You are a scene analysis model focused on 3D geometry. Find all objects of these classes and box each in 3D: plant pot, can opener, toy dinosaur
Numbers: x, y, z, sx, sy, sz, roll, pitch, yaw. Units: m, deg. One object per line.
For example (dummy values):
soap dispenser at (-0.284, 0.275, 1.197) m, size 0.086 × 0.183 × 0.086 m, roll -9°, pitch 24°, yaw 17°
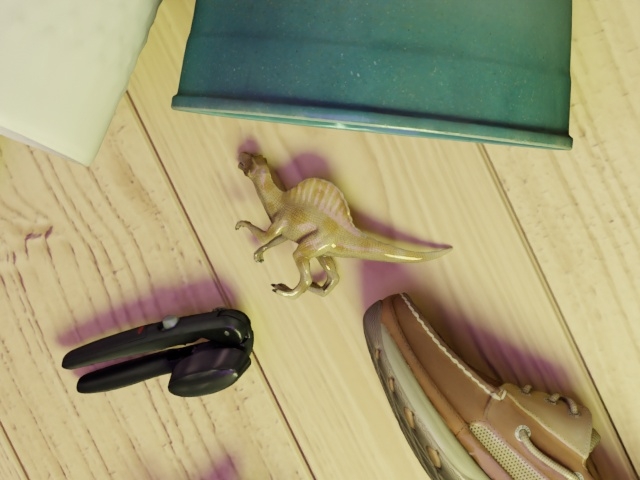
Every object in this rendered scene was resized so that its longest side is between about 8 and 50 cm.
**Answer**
plant pot at (0.046, -0.200, 1.282) m, size 0.272 × 0.271 × 0.255 m, roll 6°, pitch 93°, yaw 19°
can opener at (-0.132, 0.090, 1.533) m, size 0.186 × 0.073 × 0.059 m, roll -7°, pitch 110°, yaw 32°
toy dinosaur at (0.000, 0.000, 1.459) m, size 0.183 × 0.053 × 0.092 m, roll 29°, pitch 112°, yaw 11°

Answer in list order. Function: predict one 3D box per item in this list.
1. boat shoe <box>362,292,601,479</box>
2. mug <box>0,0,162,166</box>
boat shoe at (0.152, 0.167, 1.429) m, size 0.116 × 0.123 × 0.324 m, roll -35°, pitch 81°, yaw -8°
mug at (-0.257, -0.266, 1.309) m, size 0.374 × 0.276 × 0.328 m, roll 21°, pitch 87°, yaw 33°
